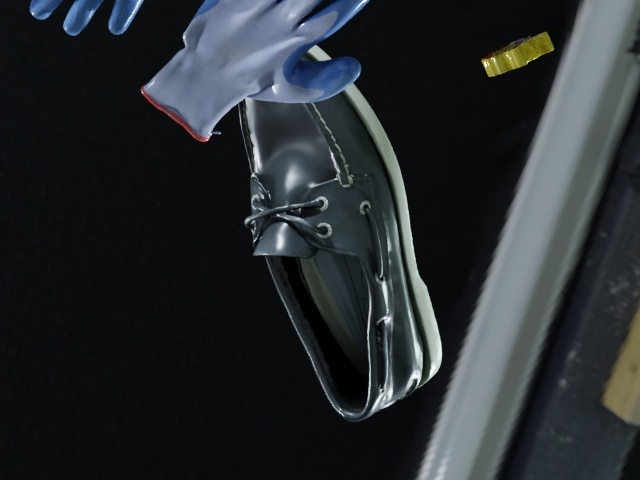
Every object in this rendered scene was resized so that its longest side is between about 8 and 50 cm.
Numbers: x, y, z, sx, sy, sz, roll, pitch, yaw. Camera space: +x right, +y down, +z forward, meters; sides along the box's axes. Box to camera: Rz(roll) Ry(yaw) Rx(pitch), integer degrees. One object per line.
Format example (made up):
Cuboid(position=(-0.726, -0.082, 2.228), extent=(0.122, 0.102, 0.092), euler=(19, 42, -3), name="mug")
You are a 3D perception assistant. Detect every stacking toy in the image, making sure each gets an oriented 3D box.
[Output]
Cuboid(position=(0.204, -0.259, 1.157), extent=(0.221, 0.052, 0.167), euler=(-28, -80, -20), name="stacking toy")

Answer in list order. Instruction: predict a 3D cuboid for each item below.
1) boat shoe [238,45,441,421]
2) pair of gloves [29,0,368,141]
Cuboid(position=(-0.003, 0.000, 1.107), extent=(0.113, 0.127, 0.340), euler=(-40, -57, -40), name="boat shoe")
Cuboid(position=(-0.070, -0.135, 0.700), extent=(0.198, 0.023, 0.159), euler=(42, -52, -11), name="pair of gloves")
